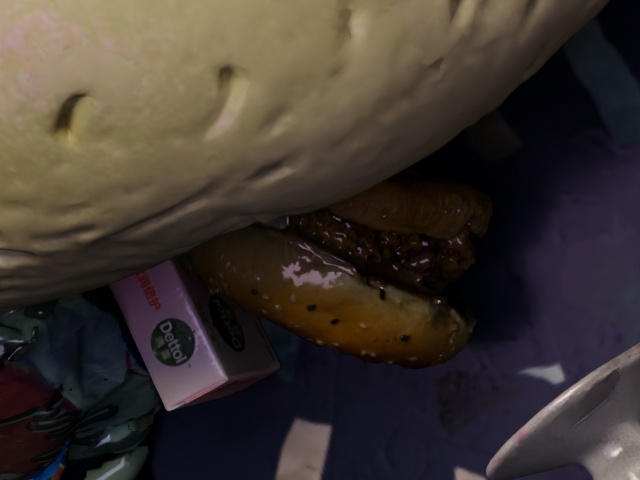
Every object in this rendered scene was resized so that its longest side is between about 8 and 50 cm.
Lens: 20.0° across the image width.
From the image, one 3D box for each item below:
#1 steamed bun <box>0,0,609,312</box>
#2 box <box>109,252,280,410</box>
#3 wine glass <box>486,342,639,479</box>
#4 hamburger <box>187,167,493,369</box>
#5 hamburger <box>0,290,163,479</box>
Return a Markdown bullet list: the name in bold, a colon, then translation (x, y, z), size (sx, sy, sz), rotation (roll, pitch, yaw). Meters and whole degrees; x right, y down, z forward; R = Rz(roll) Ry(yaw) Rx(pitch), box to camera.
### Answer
- **steamed bun**: translation (-0.099, -0.185, 0.889), size (0.456, 0.290, 0.371), rotation (-28, 41, 15)
- **box**: translation (-0.081, 0.033, 1.072), size (0.043, 0.089, 0.125), rotation (-29, 83, 18)
- **wine glass**: translation (0.192, 0.160, 0.939), size (0.165, 0.165, 0.196), rotation (-41, 74, 16)
- **hamburger**: translation (0.000, 0.000, 1.003), size (0.185, 0.177, 0.113), rotation (12, 104, -7)
- **hamburger**: translation (-0.239, 0.087, 1.081), size (0.276, 0.260, 0.150), rotation (-17, 57, -12)
